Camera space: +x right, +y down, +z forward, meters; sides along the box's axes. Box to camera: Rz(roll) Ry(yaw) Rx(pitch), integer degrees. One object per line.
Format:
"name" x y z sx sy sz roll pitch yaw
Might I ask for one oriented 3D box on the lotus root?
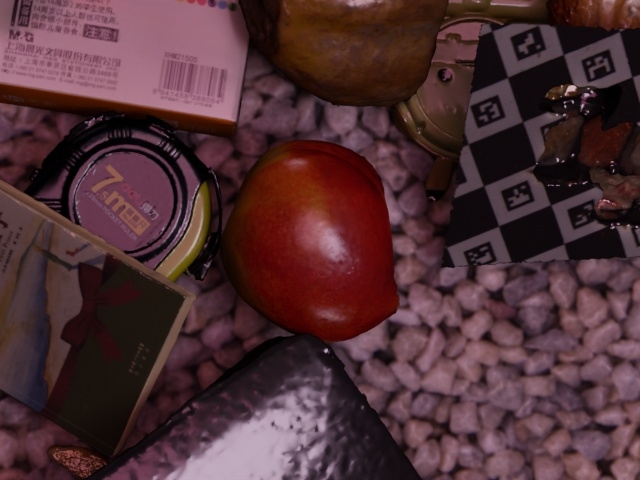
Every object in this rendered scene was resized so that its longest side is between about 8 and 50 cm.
"lotus root" 0.003 -0.228 1.790 0.180 0.199 0.188 -14 46 -32

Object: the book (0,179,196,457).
"book" -0.283 0.063 1.758 0.289 0.026 0.201 29 113 7

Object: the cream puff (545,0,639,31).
"cream puff" 0.343 -0.250 1.842 0.240 0.164 0.240 -3 112 -6

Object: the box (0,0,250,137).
"box" -0.201 -0.234 1.836 0.274 0.091 0.221 11 80 -4

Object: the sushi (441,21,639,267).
"sushi" 0.264 -0.106 1.797 0.292 0.294 0.059 -2 39 -15

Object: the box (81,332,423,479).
"box" -0.054 0.309 1.727 0.350 0.091 0.359 -37 101 -17

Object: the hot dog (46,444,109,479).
"hot dog" -0.232 0.228 1.801 0.090 0.030 0.034 36 79 0

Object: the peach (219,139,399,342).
"peach" 0.000 0.000 1.775 0.192 0.190 0.190 29 80 -12

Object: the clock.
"clock" 0.158 -0.152 1.869 0.170 0.069 0.232 1 82 -5

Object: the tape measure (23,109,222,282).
"tape measure" -0.192 -0.028 1.801 0.199 0.112 0.186 44 88 -4
